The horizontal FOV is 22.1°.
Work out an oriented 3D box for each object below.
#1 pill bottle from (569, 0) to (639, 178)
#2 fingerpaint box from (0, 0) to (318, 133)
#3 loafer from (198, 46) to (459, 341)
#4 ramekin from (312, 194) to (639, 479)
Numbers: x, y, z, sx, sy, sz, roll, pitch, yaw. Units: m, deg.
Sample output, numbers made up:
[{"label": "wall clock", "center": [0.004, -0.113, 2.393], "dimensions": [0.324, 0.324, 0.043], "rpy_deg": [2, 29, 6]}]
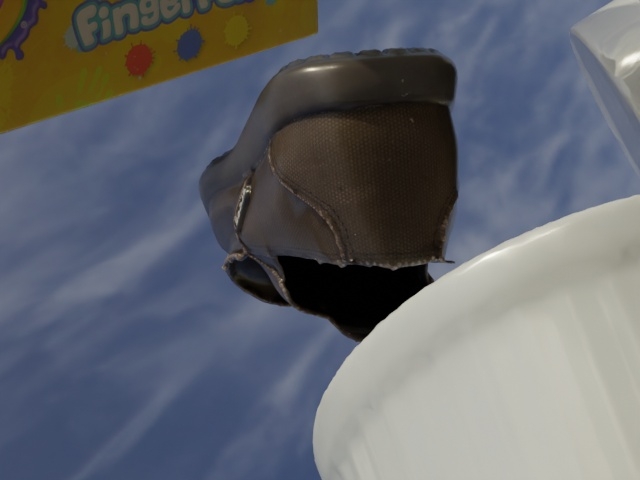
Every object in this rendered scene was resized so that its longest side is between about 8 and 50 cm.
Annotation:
[{"label": "pill bottle", "center": [0.350, -0.148, 0.992], "dimensions": [0.210, 0.363, 0.210], "rpy_deg": [59, -175, -9]}, {"label": "fingerpaint box", "center": [-0.286, -0.235, 1.421], "dimensions": [0.445, 0.371, 0.163], "rpy_deg": [-24, -57, -39]}, {"label": "loafer", "center": [0.000, 0.000, 0.970], "dimensions": [0.134, 0.366, 0.130], "rpy_deg": [-5, -102, -6]}, {"label": "ramekin", "center": [0.145, 0.112, 0.695], "dimensions": [0.277, 0.277, 0.135], "rpy_deg": [24, -141, -41]}]
